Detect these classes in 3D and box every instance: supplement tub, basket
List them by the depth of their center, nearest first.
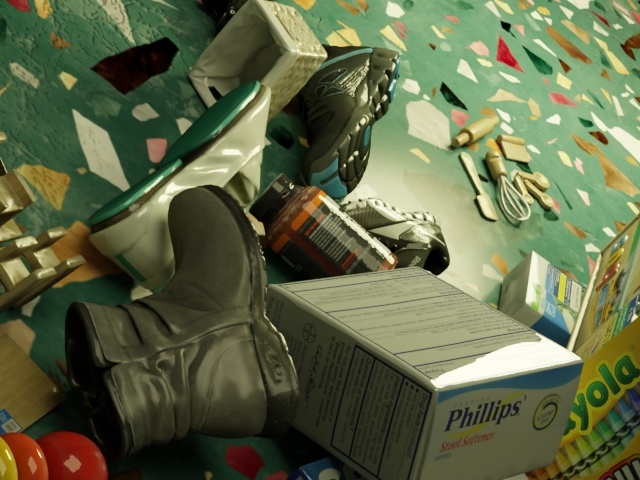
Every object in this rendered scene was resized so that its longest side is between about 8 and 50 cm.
[{"bbox_3d":[0.000,0.000,1.851,0.198,0.106,0.106,42,35,-2],"label":"supplement tub"},{"bbox_3d":[-0.086,-0.249,1.983,0.103,0.167,0.113,-5,56,-52],"label":"basket"}]

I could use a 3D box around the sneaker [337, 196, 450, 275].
[{"bbox_3d":[0.101,0.004,1.968,0.234,0.078,0.106,8,45,-42],"label":"sneaker"}]

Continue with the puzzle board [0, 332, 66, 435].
[{"bbox_3d":[-0.335,0.158,1.443,0.096,0.011,0.128,46,36,4],"label":"puzzle board"}]

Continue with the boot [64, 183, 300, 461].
[{"bbox_3d":[-0.169,0.070,1.494,0.223,0.118,0.338,0,48,-29],"label":"boot"}]

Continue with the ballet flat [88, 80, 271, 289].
[{"bbox_3d":[-0.154,-0.066,1.776,0.139,0.139,0.400,41,39,-2],"label":"ballet flat"}]

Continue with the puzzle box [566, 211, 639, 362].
[{"bbox_3d":[0.451,0.056,1.952,0.052,0.272,0.409,36,37,-2],"label":"puzzle box"}]

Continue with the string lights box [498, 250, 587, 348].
[{"bbox_3d":[0.391,0.145,2.099,0.259,0.077,0.133,34,37,-12],"label":"string lights box"}]

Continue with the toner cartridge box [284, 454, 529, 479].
[{"bbox_3d":[0.111,0.312,1.654,0.348,0.075,0.165,-10,61,-49],"label":"toner cartridge box"}]

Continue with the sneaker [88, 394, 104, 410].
[{"bbox_3d":[-0.157,0.161,1.560,0.232,0.081,0.090,-10,63,-41],"label":"sneaker"}]

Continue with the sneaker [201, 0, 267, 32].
[{"bbox_3d":[-0.113,-0.306,2.101,0.097,0.084,0.235,-4,48,-37],"label":"sneaker"}]

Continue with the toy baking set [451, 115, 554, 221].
[{"bbox_3d":[0.306,-0.121,2.340,0.197,0.030,0.256,51,36,12],"label":"toy baking set"}]

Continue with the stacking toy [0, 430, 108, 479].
[{"bbox_3d":[-0.339,0.222,1.287,0.330,0.141,0.141,8,47,-49],"label":"stacking toy"}]

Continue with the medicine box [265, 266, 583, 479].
[{"bbox_3d":[0.107,0.158,1.639,0.263,0.149,0.289,-5,26,-43],"label":"medicine box"}]

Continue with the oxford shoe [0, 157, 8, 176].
[{"bbox_3d":[-0.423,-0.115,1.603,0.212,0.076,0.076,53,-3,-1],"label":"oxford shoe"}]

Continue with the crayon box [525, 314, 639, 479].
[{"bbox_3d":[0.405,0.293,1.707,0.106,0.363,0.313,-7,57,-46],"label":"crayon box"}]

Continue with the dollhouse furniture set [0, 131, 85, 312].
[{"bbox_3d":[-0.405,-0.007,1.457,0.212,0.161,0.242,57,17,2],"label":"dollhouse furniture set"}]

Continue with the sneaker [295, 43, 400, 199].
[{"bbox_3d":[0.016,-0.180,2.079,0.139,0.125,0.341,14,39,8],"label":"sneaker"}]
